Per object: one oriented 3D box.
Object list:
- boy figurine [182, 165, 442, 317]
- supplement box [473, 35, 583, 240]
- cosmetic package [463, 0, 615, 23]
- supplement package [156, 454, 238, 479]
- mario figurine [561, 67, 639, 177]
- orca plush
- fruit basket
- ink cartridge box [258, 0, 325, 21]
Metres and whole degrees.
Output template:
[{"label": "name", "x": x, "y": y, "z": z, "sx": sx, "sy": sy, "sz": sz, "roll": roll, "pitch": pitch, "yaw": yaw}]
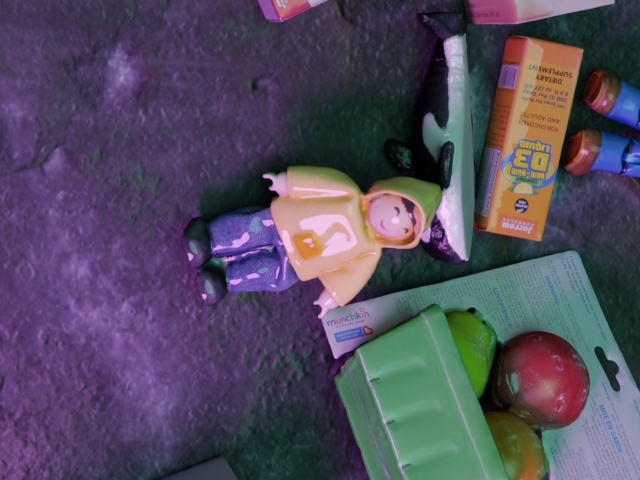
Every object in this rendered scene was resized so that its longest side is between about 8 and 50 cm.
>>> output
[{"label": "boy figurine", "x": 0.000, "y": 0.000, "z": 1.617, "sx": 0.285, "sy": 0.092, "sz": 0.177, "roll": -12, "pitch": 104, "yaw": 13}, {"label": "supplement box", "x": 0.242, "y": -0.120, "z": 1.720, "sx": 0.078, "sy": 0.080, "sz": 0.233, "roll": 9, "pitch": 98, "yaw": -14}, {"label": "cosmetic package", "x": 0.223, "y": -0.399, "z": 1.633, "sx": 0.129, "sy": 0.153, "sz": 0.296, "roll": -13, "pitch": 101, "yaw": -14}, {"label": "supplement package", "x": -0.188, "y": 0.376, "z": 1.614, "sx": 0.261, "sy": 0.204, "sz": 0.145, "roll": -19, "pitch": 105, "yaw": -11}, {"label": "mario figurine", "x": 0.456, "y": -0.095, "z": 1.782, "sx": 0.320, "sy": 0.170, "sz": 0.198, "roll": 20, "pitch": 129, "yaw": -7}, {"label": "orca plush", "x": 0.117, "y": -0.117, "z": 1.676, "sx": 0.102, "sy": 0.151, "sz": 0.287, "roll": -1, "pitch": 104, "yaw": 17}, {"label": "fruit basket", "x": 0.207, "y": 0.193, "z": 1.693, "sx": 0.353, "sy": 0.165, "sz": 0.327, "roll": -11, "pitch": 69, "yaw": -27}, {"label": "ink cartridge box", "x": 0.000, "y": -0.337, "z": 1.621, "sx": 0.175, "sy": 0.072, "sz": 0.127, "roll": -26, "pitch": 104, "yaw": -10}]
